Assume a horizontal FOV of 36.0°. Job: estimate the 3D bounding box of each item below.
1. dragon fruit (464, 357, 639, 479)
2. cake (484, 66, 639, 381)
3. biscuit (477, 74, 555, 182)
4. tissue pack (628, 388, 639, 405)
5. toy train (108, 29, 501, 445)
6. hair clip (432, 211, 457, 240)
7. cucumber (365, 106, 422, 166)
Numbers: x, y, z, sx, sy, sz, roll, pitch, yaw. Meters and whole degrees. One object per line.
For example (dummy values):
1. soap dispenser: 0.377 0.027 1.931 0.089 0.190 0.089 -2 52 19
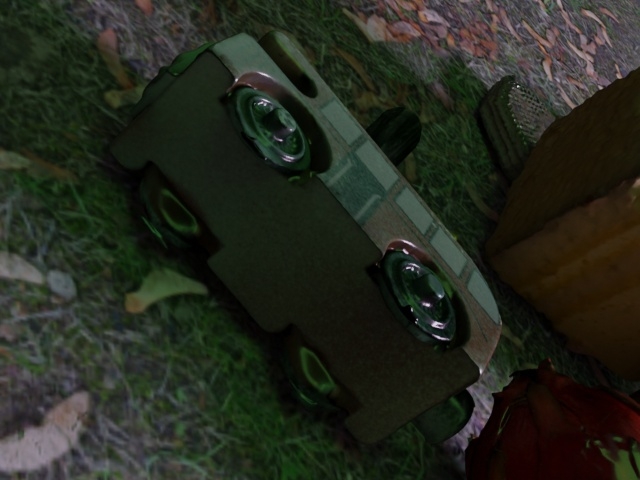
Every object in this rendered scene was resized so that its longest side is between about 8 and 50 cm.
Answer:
1. dragon fruit: 0.189 0.197 0.724 0.172 0.172 0.209 -29 91 -55
2. cake: 0.354 -0.001 0.981 0.286 0.227 0.222 41 53 -12
3. biscuit: 0.278 -0.076 1.157 0.250 0.046 0.147 48 36 -7
4. tissue pack: 0.408 0.153 0.949 0.183 0.226 0.092 -12 73 -51
5. toy train: 0.000 0.000 0.712 0.326 0.129 0.159 49 29 -4
6. hair clip: 0.094 0.045 0.844 0.072 0.046 0.173 30 42 -33
7. cucumber: 0.056 -0.086 0.916 0.048 0.048 0.105 50 37 -5
